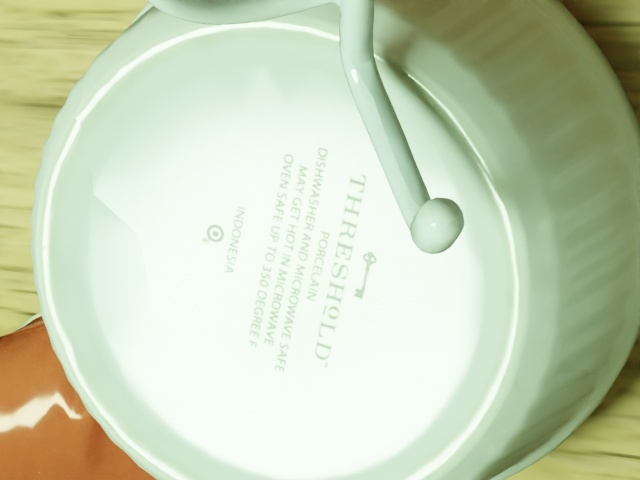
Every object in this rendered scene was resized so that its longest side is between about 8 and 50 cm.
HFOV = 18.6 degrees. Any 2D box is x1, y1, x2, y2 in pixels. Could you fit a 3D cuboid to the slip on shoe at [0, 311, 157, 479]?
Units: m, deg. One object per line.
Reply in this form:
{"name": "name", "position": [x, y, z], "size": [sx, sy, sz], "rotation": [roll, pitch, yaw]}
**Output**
{"name": "slip on shoe", "position": [-0.171, 0.106, 1.037], "size": [0.331, 0.101, 0.123], "rotation": [-14, 103, 33]}

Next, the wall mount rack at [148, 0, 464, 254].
{"name": "wall mount rack", "position": [0.122, -0.113, 0.597], "size": [0.304, 0.350, 0.130], "rotation": [91, 158, -71]}

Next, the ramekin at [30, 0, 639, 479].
{"name": "ramekin", "position": [0.000, 0.000, 0.836], "size": [0.273, 0.127, 0.273], "rotation": [5, 105, 19]}
